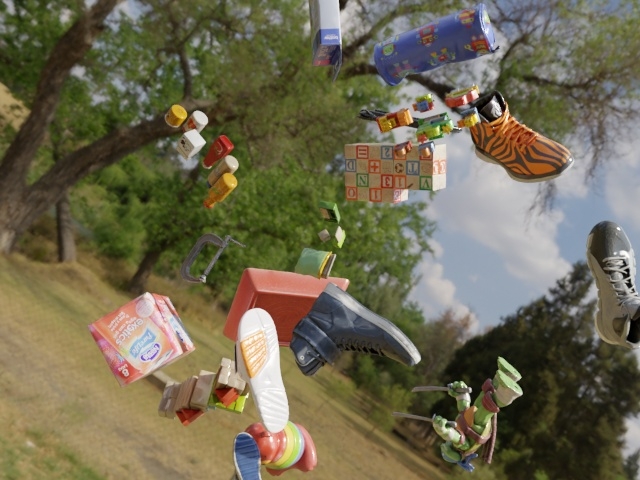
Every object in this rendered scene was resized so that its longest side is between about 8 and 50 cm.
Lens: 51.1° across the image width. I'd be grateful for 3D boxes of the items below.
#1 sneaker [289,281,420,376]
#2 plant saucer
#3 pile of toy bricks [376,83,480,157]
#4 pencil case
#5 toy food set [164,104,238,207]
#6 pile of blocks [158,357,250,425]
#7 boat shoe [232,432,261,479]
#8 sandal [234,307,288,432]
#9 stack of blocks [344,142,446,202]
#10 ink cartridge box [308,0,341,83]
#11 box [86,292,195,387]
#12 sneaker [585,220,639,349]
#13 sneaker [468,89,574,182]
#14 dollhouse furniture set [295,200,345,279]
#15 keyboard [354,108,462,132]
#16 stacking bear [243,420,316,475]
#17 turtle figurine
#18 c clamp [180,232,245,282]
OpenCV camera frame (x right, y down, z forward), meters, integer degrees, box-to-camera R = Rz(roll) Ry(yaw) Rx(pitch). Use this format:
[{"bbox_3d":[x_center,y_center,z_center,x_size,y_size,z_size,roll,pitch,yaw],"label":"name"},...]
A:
[{"bbox_3d":[0.050,0.195,1.182,0.226,0.163,0.086,32,-19,31],"label":"sneaker"},{"bbox_3d":[-0.086,0.180,1.622,0.258,0.259,0.048,8,45,-18],"label":"plant saucer"},{"bbox_3d":[0.215,-0.222,1.318,0.118,0.212,0.105,66,26,-21],"label":"pile of toy bricks"},{"bbox_3d":[0.289,-0.484,1.678,0.306,0.119,0.133,-13,-23,27],"label":"pencil case"},{"bbox_3d":[-0.278,-0.197,1.547,0.232,0.104,0.111,50,38,0],"label":"toy food set"},{"bbox_3d":[-0.276,0.402,1.652,0.149,0.113,0.362,35,-41,-28],"label":"pile of blocks"},{"bbox_3d":[-0.175,0.545,1.562,0.066,0.183,0.066,0,-31,-26],"label":"boat shoe"},{"bbox_3d":[-0.141,0.282,1.439,0.102,0.265,0.076,-4,-9,-45],"label":"sandal"},{"bbox_3d":[0.220,-0.201,1.993,0.297,0.171,0.087,6,13,34],"label":"stack of blocks"},{"bbox_3d":[0.008,-0.576,1.715,0.065,0.311,0.186,-6,0,-7],"label":"ink cartridge box"},{"bbox_3d":[-0.390,0.220,1.506,0.154,0.142,0.300,60,-7,3],"label":"box"},{"bbox_3d":[0.535,0.081,1.165,0.132,0.086,0.229,-112,-168,-83],"label":"sneaker"},{"bbox_3d":[0.459,-0.257,1.627,0.321,0.124,0.180,32,-19,54],"label":"sneaker"},{"bbox_3d":[0.000,0.000,1.362,0.076,0.152,0.059,13,-24,22],"label":"dollhouse furniture set"},{"bbox_3d":[0.229,-0.343,1.893,0.201,0.033,0.317,-3,17,-32],"label":"keyboard"},{"bbox_3d":[-0.146,0.625,2.046,0.175,0.164,0.289,-13,-24,16],"label":"stacking bear"},{"bbox_3d":[0.326,0.377,1.574,0.197,0.266,0.275,17,29,-50],"label":"turtle figurine"},{"bbox_3d":[-0.283,0.045,1.691,0.137,0.161,0.022,32,-7,34],"label":"c clamp"}]
